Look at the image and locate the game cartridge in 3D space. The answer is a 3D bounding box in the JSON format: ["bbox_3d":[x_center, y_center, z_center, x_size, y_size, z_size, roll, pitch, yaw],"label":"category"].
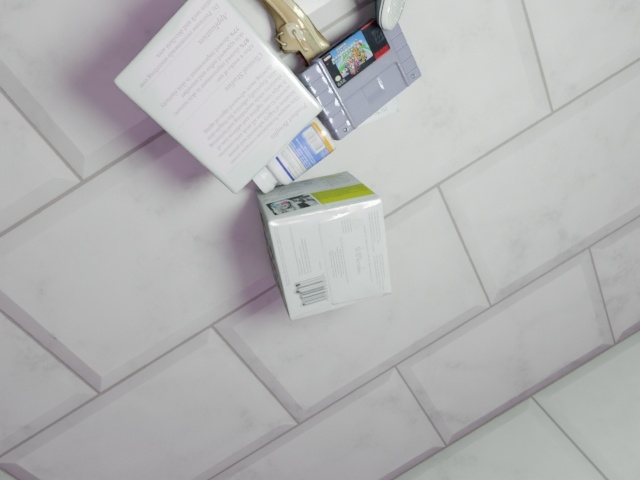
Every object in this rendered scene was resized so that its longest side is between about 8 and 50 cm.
[{"bbox_3d":[0.124,-0.492,1.311,0.355,0.068,0.230,-41,121,-13],"label":"game cartridge"}]

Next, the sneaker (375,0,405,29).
[{"bbox_3d":[0.182,-0.743,1.241,0.127,0.126,0.321,12,83,21],"label":"sneaker"}]

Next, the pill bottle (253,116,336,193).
[{"bbox_3d":[-0.099,-0.272,1.400,0.272,0.152,0.152,-36,117,4],"label":"pill bottle"}]

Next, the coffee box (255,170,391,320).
[{"bbox_3d":[0.000,0.000,1.444,0.338,0.334,0.338,-14,115,-10],"label":"coffee box"}]

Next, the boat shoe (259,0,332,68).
[{"bbox_3d":[-0.074,-0.591,1.280,0.341,0.122,0.110,39,99,-27],"label":"boat shoe"}]

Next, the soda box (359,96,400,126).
[{"bbox_3d":[0.143,-0.422,1.441,0.216,0.069,0.074,-22,117,-5],"label":"soda box"}]

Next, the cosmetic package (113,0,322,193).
[{"bbox_3d":[-0.264,-0.407,1.200,0.329,0.327,0.393,-42,116,7],"label":"cosmetic package"}]
